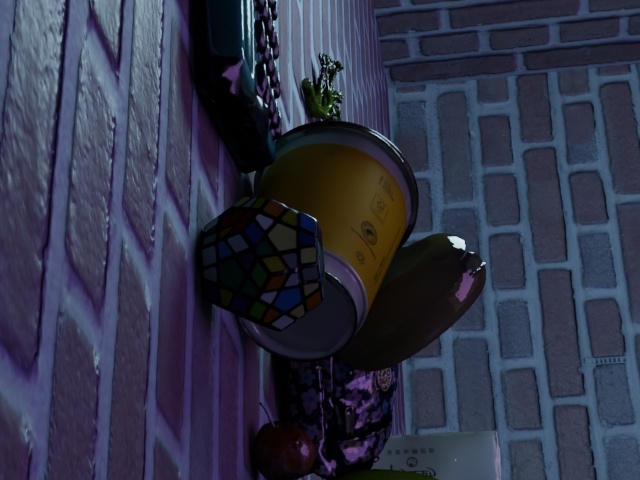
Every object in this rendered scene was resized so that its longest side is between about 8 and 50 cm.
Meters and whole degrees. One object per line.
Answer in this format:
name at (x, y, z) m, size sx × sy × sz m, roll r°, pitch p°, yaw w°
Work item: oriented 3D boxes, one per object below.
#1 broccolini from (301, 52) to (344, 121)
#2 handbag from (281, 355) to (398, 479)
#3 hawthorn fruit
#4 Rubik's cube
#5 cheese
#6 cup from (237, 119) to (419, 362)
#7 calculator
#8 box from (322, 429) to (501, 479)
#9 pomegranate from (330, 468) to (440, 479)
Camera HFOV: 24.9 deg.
broccolini at (0.004, -0.258, 2.378) m, size 0.271 × 0.062 × 0.123 m, roll 5°, pitch 70°, yaw -81°
handbag at (0.024, 0.194, 1.813) m, size 0.229 × 0.127 × 0.207 m, roll -17°, pitch 104°, yaw -63°
hawthorn fruit at (-0.042, 0.211, 1.536) m, size 0.066 × 0.067 × 0.103 m, roll -86°, pitch 167°, yaw -53°
Rubik's cube at (-0.053, 0.021, 1.366) m, size 0.112 × 0.133 × 0.133 m, roll 52°, pitch -19°, yaw 44°
cheese at (0.099, 0.070, 1.686) m, size 0.091 × 0.202 × 0.175 m, roll 52°, pitch 31°, yaw -14°
cup at (0.000, 0.000, 1.605) m, size 0.279 × 0.196 × 0.196 m, roll -71°, pitch 156°, yaw -54°
calculator at (-0.083, -0.217, 1.536) m, size 0.274 × 0.058 × 0.248 m, roll 71°, pitch 16°, yaw -68°
box at (0.142, 0.370, 2.158) m, size 0.194 × 0.260 × 0.111 m, roll 73°, pitch 13°, yaw -58°
pomegranate at (0.025, 0.392, 1.452) m, size 0.309 × 0.216 × 0.358 m, roll -84°, pitch -162°, yaw -60°
